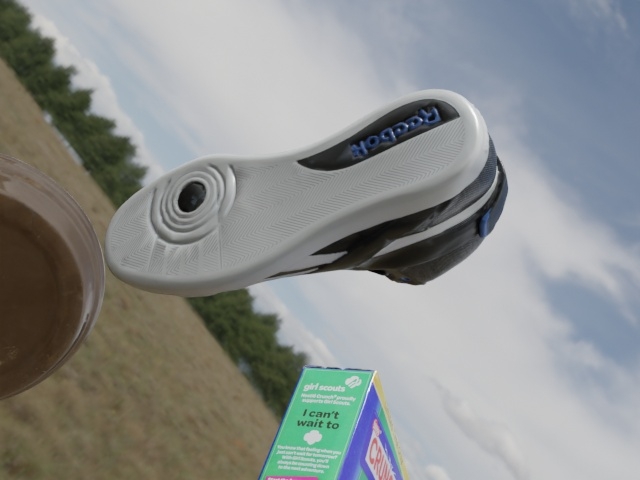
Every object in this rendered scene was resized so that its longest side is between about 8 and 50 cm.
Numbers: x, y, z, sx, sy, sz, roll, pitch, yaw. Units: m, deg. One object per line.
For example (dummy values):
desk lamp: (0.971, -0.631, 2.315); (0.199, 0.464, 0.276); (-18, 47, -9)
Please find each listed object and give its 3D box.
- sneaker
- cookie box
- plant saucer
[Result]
sneaker: (0.000, 0.000, 0.503); (0.121, 0.216, 0.079); (45, 33, -57)
cookie box: (0.004, 0.126, 0.409); (0.040, 0.107, 0.092); (1, -47, 22)
plant saucer: (-0.336, 0.048, 0.822); (0.278, 0.278, 0.041); (57, 1, -33)
